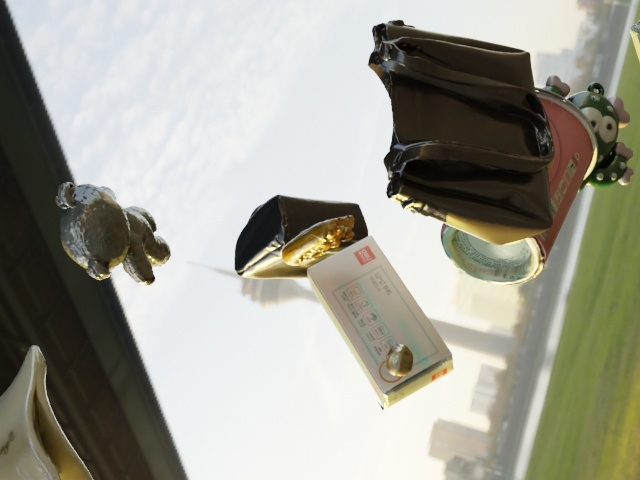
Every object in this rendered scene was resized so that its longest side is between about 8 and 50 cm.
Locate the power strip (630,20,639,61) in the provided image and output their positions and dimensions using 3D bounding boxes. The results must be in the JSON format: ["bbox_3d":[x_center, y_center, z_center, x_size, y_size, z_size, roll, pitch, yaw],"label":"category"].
[{"bbox_3d":[0.364,-0.201,0.955,0.090,0.040,0.016,60,-170,-27],"label":"power strip"}]

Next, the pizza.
[{"bbox_3d":[0.000,0.000,1.382,0.130,0.041,0.178,-23,-7,-34],"label":"pizza"}]

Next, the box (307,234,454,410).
[{"bbox_3d":[0.094,0.134,1.468,0.135,0.269,0.079,-29,-28,-9],"label":"box"}]

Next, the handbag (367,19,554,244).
[{"bbox_3d":[0.182,-0.149,1.162,0.113,0.256,0.286,-33,53,52],"label":"handbag"}]

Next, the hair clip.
[{"bbox_3d":[-0.423,0.318,1.277,0.172,0.282,0.113,-44,-17,24],"label":"hair clip"}]

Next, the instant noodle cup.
[{"bbox_3d":[0.300,-0.076,1.403,0.244,0.243,0.255,85,-154,-51],"label":"instant noodle cup"}]

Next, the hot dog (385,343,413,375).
[{"bbox_3d":[0.109,0.163,1.215,0.137,0.028,0.044,22,-105,-74],"label":"hot dog"}]

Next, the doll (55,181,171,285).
[{"bbox_3d":[-0.437,-0.003,1.848,0.246,0.158,0.340,63,-174,8],"label":"doll"}]

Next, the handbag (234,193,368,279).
[{"bbox_3d":[-0.067,-0.015,2.331,0.301,0.275,0.178,2,-113,-40],"label":"handbag"}]

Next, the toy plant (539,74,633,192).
[{"bbox_3d":[0.537,-0.216,1.812,0.112,0.232,0.243,160,110,-69],"label":"toy plant"}]
